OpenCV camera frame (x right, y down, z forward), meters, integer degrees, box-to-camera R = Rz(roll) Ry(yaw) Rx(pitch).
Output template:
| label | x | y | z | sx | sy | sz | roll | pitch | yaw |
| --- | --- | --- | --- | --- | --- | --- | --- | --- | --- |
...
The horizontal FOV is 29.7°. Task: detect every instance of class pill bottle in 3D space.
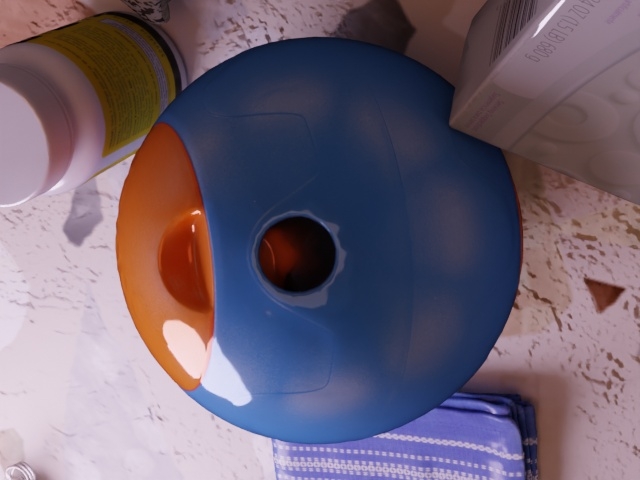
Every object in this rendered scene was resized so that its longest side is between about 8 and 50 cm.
| label | x | y | z | sx | sy | sz | roll | pitch | yaw |
| --- | --- | --- | --- | --- | --- | --- | --- | --- | --- |
| pill bottle | -0.199 | -0.104 | 0.939 | 0.119 | 0.208 | 0.119 | 7 | 112 | 18 |

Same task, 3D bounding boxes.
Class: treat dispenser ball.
| label | x | y | z | sx | sy | sz | roll | pitch | yaw |
| --- | --- | --- | --- | --- | --- | --- | --- | --- | --- |
| treat dispenser ball | 0.000 | 0.000 | 0.859 | 0.288 | 0.288 | 0.288 | 7 | 112 | 18 |

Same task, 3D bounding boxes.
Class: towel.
| label | x | y | z | sx | sy | sz | roll | pitch | yaw |
| --- | --- | --- | --- | --- | --- | --- | --- | --- | --- |
| towel | 0.076 | 0.280 | 1.080 | 0.243 | 0.040 | 0.336 | 2 | 111 | 21 |

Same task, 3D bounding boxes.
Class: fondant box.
| label | x | y | z | sx | sy | sz | roll | pitch | yaw |
| --- | --- | --- | --- | --- | --- | --- | --- | --- | --- |
| fondant box | 0.277 | -0.097 | 0.711 | 0.330 | 0.096 | 0.238 | 20 | 152 | -11 |

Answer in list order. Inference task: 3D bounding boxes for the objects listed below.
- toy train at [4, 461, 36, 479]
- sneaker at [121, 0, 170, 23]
| label | x | y | z | sx | sy | sz | roll | pitch | yaw |
| --- | --- | --- | --- | --- | --- | --- | --- | --- | --- |
| toy train | -0.261 | 0.289 | 1.209 | 0.125 | 0.046 | 0.166 | -40 | 96 | 27 |
| sneaker | -0.035 | -0.298 | 0.873 | 0.410 | 0.158 | 0.182 | -26 | 130 | 25 |
